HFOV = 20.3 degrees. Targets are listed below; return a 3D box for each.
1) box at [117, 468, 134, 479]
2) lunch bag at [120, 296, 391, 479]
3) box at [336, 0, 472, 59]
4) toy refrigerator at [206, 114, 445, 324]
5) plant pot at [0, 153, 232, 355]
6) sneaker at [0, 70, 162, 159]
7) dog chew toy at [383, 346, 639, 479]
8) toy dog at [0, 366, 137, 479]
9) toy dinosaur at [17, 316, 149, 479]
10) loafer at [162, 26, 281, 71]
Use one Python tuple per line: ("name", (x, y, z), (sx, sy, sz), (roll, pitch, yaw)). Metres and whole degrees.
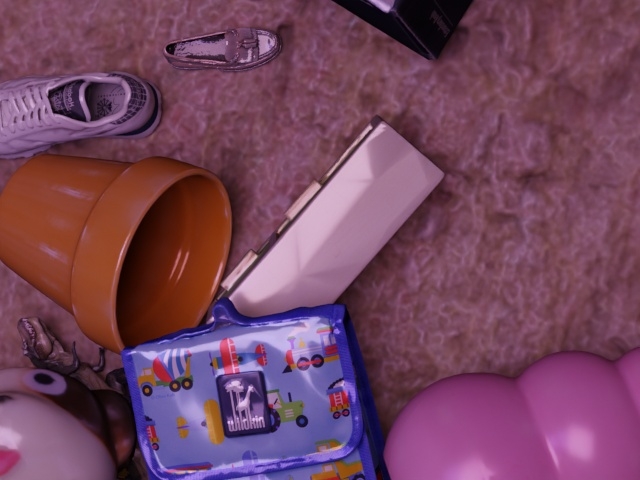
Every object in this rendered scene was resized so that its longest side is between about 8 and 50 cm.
("box", (-0.261, 0.263, 1.898), (0.137, 0.027, 0.094), (5, 88, 10))
("lunch bag", (-0.057, 0.189, 1.762), (0.221, 0.138, 0.293), (-11, 109, 9))
("box", (0.110, -0.409, 1.730), (0.212, 0.293, 0.395), (32, 93, 11))
("toy refrigerator", (0.000, 0.000, 1.816), (0.094, 0.102, 0.269), (40, 95, -6))
("plant pot", (-0.224, -0.002, 1.830), (0.188, 0.205, 0.205), (20, 91, 26))
("sneaker", (-0.289, -0.140, 1.890), (0.235, 0.095, 0.090), (-10, 87, 11))
("dog chew toy", (0.234, 0.200, 1.734), (0.332, 0.206, 0.206), (-21, 84, 0))
("toy dog", (-0.278, 0.325, 1.723), (0.285, 0.395, 0.407), (-5, 79, 13))
("toy dinosaur", (-0.209, 0.167, 1.868), (0.118, 0.064, 0.268), (-41, 70, 10))
("loafer", (-0.105, -0.201, 1.886), (0.125, 0.039, 0.045), (-5, 86, 10))
